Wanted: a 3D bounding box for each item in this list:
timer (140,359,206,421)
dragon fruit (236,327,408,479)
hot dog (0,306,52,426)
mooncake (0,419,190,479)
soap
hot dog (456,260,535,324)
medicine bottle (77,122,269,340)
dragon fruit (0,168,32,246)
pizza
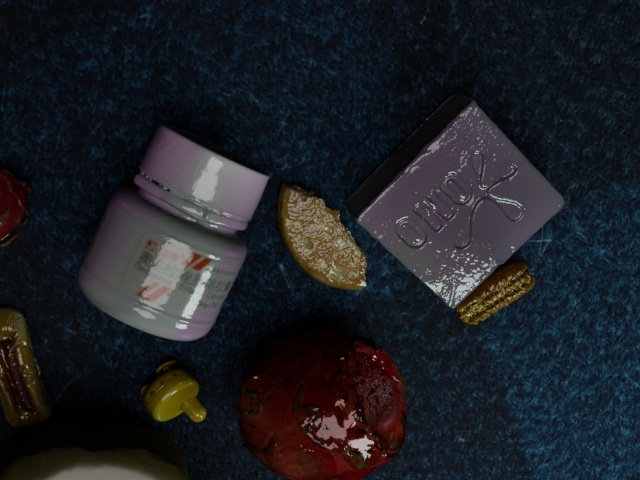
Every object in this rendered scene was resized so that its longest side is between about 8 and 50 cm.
[{"bbox_3d":[-0.267,0.291,1.713,0.107,0.109,0.107,-35,152,-21],"label":"timer"},{"bbox_3d":[0.001,0.297,1.667,0.301,0.295,0.296,1,114,18],"label":"dragon fruit"},{"bbox_3d":[-0.543,0.236,1.659,0.084,0.073,0.242,-12,114,-11],"label":"hot dog"},{"bbox_3d":[-0.405,0.547,1.652,0.467,0.262,0.467,0,91,-14],"label":"mooncake"},{"bbox_3d":[0.241,-0.069,1.667,0.285,0.107,0.296,40,101,-24],"label":"soap"},{"bbox_3d":[0.331,0.101,1.782,0.165,0.045,0.071,-33,116,3],"label":"hot dog"},{"bbox_3d":[-0.234,-0.015,1.522,0.241,0.241,0.302,24,96,-19],"label":"medicine bottle"},{"bbox_3d":[-0.554,-0.050,1.509,0.166,0.133,0.136,-17,105,8],"label":"dragon fruit"},{"bbox_3d":[0.000,-0.002,1.671,0.246,0.058,0.127,41,101,-21],"label":"pizza"}]
